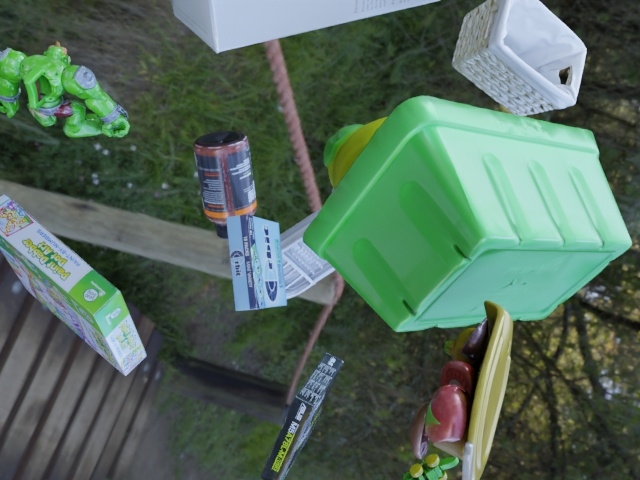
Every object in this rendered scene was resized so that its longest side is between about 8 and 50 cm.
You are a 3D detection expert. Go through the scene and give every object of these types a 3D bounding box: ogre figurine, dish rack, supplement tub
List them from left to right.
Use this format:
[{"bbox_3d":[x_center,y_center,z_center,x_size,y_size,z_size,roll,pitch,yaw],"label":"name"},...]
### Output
[{"bbox_3d":[-0.370,-0.206,0.978,0.097,0.197,0.118,-51,163,-29],"label":"ogre figurine"},{"bbox_3d":[-0.180,-0.104,1.348,0.106,0.106,0.198,-61,150,-60],"label":"supplement tub"},{"bbox_3d":[0.000,0.000,1.620,0.333,0.072,0.285,-33,157,3],"label":"dish rack"}]

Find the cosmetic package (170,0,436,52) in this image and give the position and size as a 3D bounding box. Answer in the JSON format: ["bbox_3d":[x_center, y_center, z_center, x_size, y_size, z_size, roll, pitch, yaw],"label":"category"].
[{"bbox_3d":[-0.025,-0.407,1.008,0.197,0.366,0.155,50,-27,47],"label":"cosmetic package"}]

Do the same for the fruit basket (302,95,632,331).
[{"bbox_3d":[0.152,-0.072,0.908,0.283,0.392,0.392,-52,-173,36],"label":"fruit basket"}]

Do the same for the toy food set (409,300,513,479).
[{"bbox_3d":[0.126,0.147,0.653,0.218,0.071,0.128,-57,148,-46],"label":"toy food set"}]

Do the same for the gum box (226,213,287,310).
[{"bbox_3d":[-0.108,0.041,1.226,0.184,0.041,0.157,13,70,-78],"label":"gum box"}]

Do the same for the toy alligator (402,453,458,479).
[{"bbox_3d":[0.199,0.495,1.465,0.056,0.190,0.051,62,-6,-19],"label":"toy alligator"}]

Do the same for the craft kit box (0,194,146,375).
[{"bbox_3d":[-0.390,0.077,1.085,0.061,0.247,0.250,-49,163,-26],"label":"craft kit box"}]

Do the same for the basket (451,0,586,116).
[{"bbox_3d":[0.285,-0.265,1.013,0.103,0.167,0.113,-14,-127,56],"label":"basket"}]

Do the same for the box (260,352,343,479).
[{"bbox_3d":[-0.031,0.321,1.273,0.184,0.045,0.191,-65,171,19],"label":"box"}]

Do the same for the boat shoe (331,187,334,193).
[{"bbox_3d":[0.126,-0.112,1.129,0.079,0.227,0.081,65,-9,-19],"label":"boat shoe"}]
